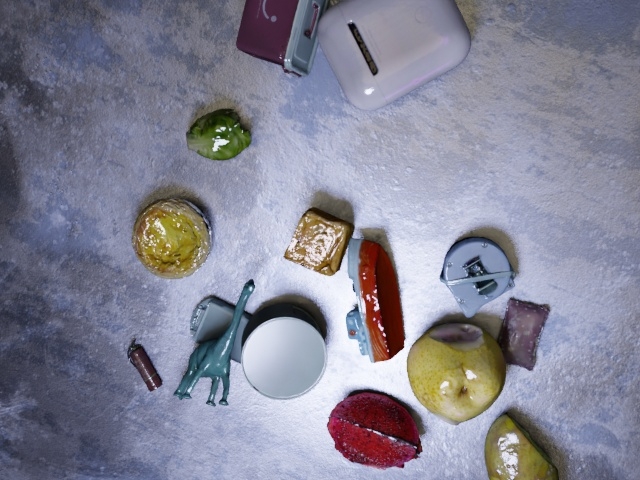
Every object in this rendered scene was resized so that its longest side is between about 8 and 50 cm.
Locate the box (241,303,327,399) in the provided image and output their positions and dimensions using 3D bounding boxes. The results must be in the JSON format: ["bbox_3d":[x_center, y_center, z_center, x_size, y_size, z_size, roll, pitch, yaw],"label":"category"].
[{"bbox_3d":[-0.101,0.293,1.807,0.226,0.149,0.226,-1,101,-6],"label":"box"}]

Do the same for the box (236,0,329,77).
[{"bbox_3d":[-0.092,-0.583,1.726,0.167,0.193,0.294,18,99,15],"label":"box"}]

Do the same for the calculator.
[{"bbox_3d":[-0.254,0.262,1.907,0.246,0.045,0.141,24,99,5],"label":"calculator"}]

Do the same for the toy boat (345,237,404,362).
[{"bbox_3d":[0.126,0.154,1.795,0.133,0.145,0.332,-4,99,33],"label":"toy boat"}]

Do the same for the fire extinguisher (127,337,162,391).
[{"bbox_3d":[-0.522,0.365,1.963,0.078,0.045,0.157,-28,93,33],"label":"fire extinguisher"}]

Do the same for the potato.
[{"bbox_3d":[0.530,0.603,1.775,0.176,0.141,0.298,-18,93,1],"label":"potato"}]

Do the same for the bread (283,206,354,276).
[{"bbox_3d":[0.000,0.000,1.793,0.149,0.143,0.158,19,102,6],"label":"bread"}]

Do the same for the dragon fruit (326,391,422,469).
[{"bbox_3d":[0.153,0.516,1.828,0.261,0.163,0.189,19,65,10],"label":"dragon fruit"}]

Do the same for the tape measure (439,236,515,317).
[{"bbox_3d":[0.406,0.083,1.757,0.182,0.107,0.181,-38,96,13],"label":"tape measure"}]

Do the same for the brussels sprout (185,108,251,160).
[{"bbox_3d":[-0.281,-0.280,1.833,0.180,0.100,0.139,-16,113,0],"label":"brussels sprout"}]

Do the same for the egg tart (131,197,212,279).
[{"bbox_3d":[-0.411,-0.007,1.879,0.234,0.094,0.234,1,99,8],"label":"egg tart"}]

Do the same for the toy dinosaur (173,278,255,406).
[{"bbox_3d":[-0.289,0.282,1.853,0.129,0.383,0.331,22,71,-23],"label":"toy dinosaur"}]

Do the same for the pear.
[{"bbox_3d":[0.348,0.335,1.721,0.271,0.271,0.271,1,96,9],"label":"pear"}]

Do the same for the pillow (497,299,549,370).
[{"bbox_3d":[0.530,0.254,1.786,0.118,0.043,0.185,13,98,9],"label":"pillow"}]

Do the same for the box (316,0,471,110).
[{"bbox_3d":[0.184,-0.516,1.707,0.349,0.141,0.289,-27,93,11],"label":"box"}]
